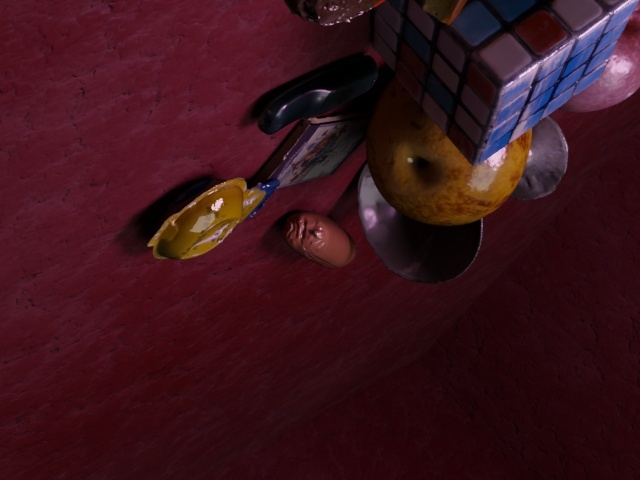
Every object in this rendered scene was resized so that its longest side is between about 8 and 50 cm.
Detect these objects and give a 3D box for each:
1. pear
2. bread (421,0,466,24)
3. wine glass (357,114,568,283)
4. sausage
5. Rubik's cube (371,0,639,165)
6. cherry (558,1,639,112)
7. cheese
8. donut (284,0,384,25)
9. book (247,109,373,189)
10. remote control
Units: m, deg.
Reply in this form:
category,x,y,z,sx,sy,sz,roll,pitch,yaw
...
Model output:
category,x,y,z,sx,sy,sz,roll,pitch,yaw
pear,0.207,-0.164,2.104,0.281,0.281,0.281,-37,165,-12
bread,0.189,-0.366,1.576,0.226,0.049,0.088,-63,176,38
wine glass,0.285,-0.113,2.481,0.406,0.267,0.267,-30,163,-46
sausage,0.001,0.000,2.417,0.086,0.086,0.289,-41,164,4
Rubik's cube,0.241,-0.302,1.814,0.256,0.253,0.259,-36,166,-13
cherry,0.405,-0.331,2.135,0.221,0.261,0.307,-11,175,-19
cheese,-0.156,-0.037,1.971,0.270,0.069,0.177,-19,155,-53
donut,0.054,-0.359,1.500,0.269,0.103,0.270,-39,167,-10
book,-0.002,-0.144,2.120,0.157,0.026,0.231,-49,162,30
remote control,-0.001,-0.209,1.900,0.222,0.042,0.072,-29,159,-36
